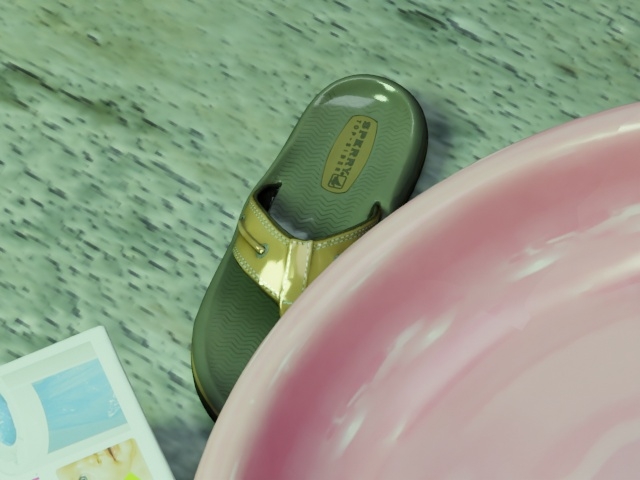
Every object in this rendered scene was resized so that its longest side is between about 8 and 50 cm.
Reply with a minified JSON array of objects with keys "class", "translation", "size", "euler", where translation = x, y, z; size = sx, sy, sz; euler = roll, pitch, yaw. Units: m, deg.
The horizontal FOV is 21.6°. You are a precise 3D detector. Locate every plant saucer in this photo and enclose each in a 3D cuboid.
[{"class":"plant saucer","translation":[0.113,0.086,0.578],"size":[0.332,0.084,0.332],"euler":[-20,38,17]}]

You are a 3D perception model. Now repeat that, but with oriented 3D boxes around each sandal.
[{"class":"sandal","translation":[0.000,0.000,0.789],"size":[0.090,0.060,0.219],"euler":[17,60,11]}]

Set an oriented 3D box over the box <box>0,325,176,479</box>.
[{"class":"box","translation":[-0.095,0.156,0.667],"size":[0.114,0.103,0.203],"euler":[-23,61,-13]}]
